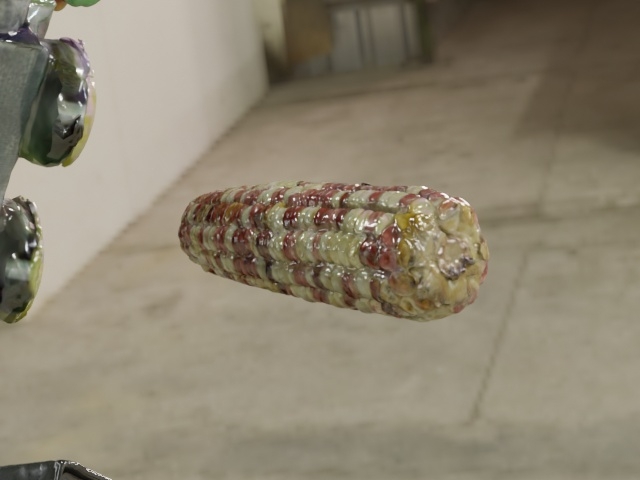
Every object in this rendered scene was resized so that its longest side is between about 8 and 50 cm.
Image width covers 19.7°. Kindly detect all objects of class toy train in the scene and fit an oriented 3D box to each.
[{"bbox_3d":[-0.239,-0.063,1.156,0.134,0.261,0.177,8,25,-31],"label":"toy train"}]

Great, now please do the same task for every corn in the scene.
[{"bbox_3d":[0.000,0.000,1.075,0.079,0.080,0.237,-19,16,-35],"label":"corn"}]

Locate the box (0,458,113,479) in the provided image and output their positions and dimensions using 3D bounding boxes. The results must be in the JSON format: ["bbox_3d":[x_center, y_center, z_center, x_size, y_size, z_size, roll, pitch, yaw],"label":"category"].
[{"bbox_3d":[-0.158,0.346,1.391,0.345,0.251,0.204,32,-27,-33],"label":"box"}]

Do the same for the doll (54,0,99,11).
[{"bbox_3d":[-0.289,-0.309,1.395,0.363,0.160,0.182,32,11,25],"label":"doll"}]
